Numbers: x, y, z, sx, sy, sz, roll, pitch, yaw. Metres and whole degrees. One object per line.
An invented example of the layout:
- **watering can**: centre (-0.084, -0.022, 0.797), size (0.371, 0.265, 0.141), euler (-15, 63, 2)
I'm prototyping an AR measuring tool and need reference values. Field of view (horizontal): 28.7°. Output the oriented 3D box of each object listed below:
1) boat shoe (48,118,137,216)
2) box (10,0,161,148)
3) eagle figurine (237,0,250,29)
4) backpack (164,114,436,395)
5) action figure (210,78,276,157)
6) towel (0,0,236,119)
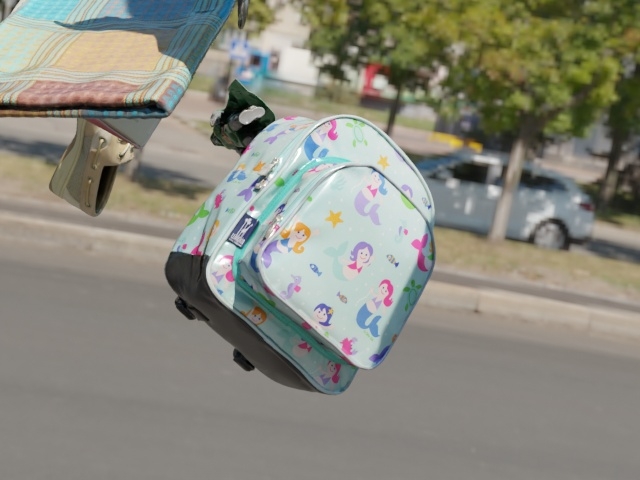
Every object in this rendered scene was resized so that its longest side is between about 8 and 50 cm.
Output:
- **boat shoe**: centre (-0.324, -0.162, 1.940), size (0.098, 0.302, 0.109), euler (37, 34, 4)
- **box**: centre (-0.308, -0.244, 1.675), size (0.232, 0.148, 0.127), euler (28, -5, 36)
- **eagle figurine**: centre (-0.091, -0.399, 1.298), size (0.225, 0.298, 0.226), euler (36, 1, -12)
- **backpack**: centre (0.000, 0.000, 1.249), size (0.225, 0.253, 0.191), euler (45, -27, -27)
- **action figure**: centre (-0.111, -0.152, 1.737), size (0.137, 0.063, 0.232), euler (52, -14, -12)
- **towel**: centre (-0.252, -0.231, 1.423), size (0.271, 0.040, 0.370), euler (0, 31, 10)
